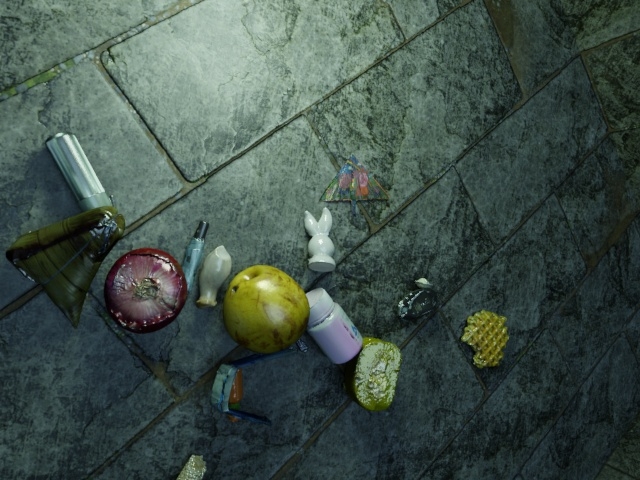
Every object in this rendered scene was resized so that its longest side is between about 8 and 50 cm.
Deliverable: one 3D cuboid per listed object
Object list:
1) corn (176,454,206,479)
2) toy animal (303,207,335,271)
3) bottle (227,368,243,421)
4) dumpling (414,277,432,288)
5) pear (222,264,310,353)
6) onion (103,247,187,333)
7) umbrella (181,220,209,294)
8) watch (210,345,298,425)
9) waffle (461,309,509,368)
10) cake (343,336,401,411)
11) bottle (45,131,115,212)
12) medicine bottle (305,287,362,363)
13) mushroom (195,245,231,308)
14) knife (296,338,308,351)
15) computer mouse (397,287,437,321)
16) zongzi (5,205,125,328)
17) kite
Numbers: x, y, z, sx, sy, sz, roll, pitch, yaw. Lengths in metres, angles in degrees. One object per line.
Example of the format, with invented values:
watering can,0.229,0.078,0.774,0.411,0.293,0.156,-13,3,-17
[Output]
corn,-0.433,0.796,1.378,0.087,0.087,0.211,34,78,-24
toy animal,-0.002,0.002,1.576,0.103,0.131,0.221,-5,66,5
bottle,-0.292,0.508,1.448,0.069,0.069,0.187,-5,93,-26
dumpling,0.433,0.180,1.806,0.077,0.059,0.043,41,66,-20
pear,-0.175,0.219,1.385,0.280,0.280,0.281,-1,92,-27
onion,-0.511,0.147,1.275,0.247,0.161,0.248,5,79,-27
umbrella,-0.407,0.058,1.381,0.052,0.053,0.251,20,83,-25
watch,-0.212,0.450,1.431,0.274,0.068,0.277,33,68,-40
waffle,0.755,0.453,1.983,0.291,0.051,0.291,0,89,-27
cake,0.191,0.502,1.645,0.179,0.156,0.261,15,79,-10
bottle,-0.670,-0.178,1.228,0.096,0.079,0.254,-31,104,-35
medicine bottle,0.030,0.305,1.558,0.152,0.152,0.255,-40,108,-20
mushroom,-0.342,0.120,1.393,0.088,0.097,0.213,22,82,-36
knife,-0.081,0.354,1.576,0.031,0.018,0.121,-30,104,-15
computer mouse,0.395,0.258,1.788,0.192,0.062,0.106,-29,107,-10
zongzi,-0.643,0.080,1.205,0.286,0.138,0.300,-21,110,-5
kite,0.132,-0.218,1.668,0.320,0.016,0.234,-4,92,-27
